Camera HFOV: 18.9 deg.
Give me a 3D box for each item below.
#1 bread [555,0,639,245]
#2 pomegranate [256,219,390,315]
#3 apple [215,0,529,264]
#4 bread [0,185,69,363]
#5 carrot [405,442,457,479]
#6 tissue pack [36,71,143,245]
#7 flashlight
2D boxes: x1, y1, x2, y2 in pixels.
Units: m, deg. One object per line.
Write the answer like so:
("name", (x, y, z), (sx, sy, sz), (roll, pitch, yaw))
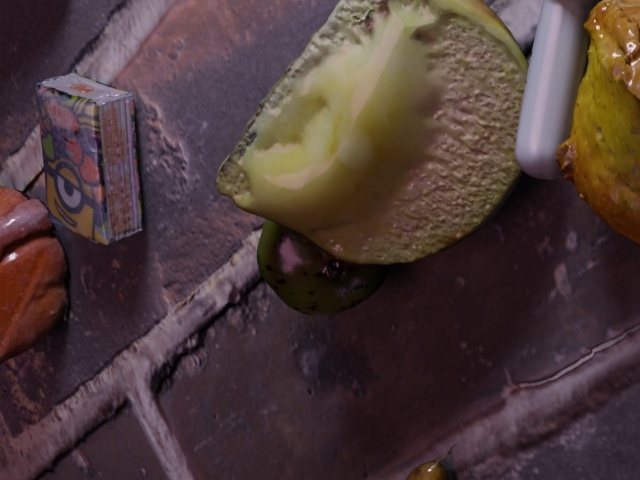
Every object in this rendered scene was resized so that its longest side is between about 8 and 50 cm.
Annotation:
("bread", (0.246, -0.064, 1.232), (0.260, 0.147, 0.160), (40, 132, 34))
("pomegranate", (0.000, 0.000, 1.619), (0.142, 0.114, 0.114), (-122, 26, -67))
("apple", (0.065, -0.091, 1.468), (0.193, 0.120, 0.265), (37, 127, 0))
("bread", (-0.385, 0.034, 2.101), (0.244, 0.123, 0.190), (16, 120, 49))
("carrot", (0.068, 0.287, 1.699), (0.078, 0.078, 0.298), (40, 129, 33))
("tissue pack", (-0.226, -0.081, 1.894), (0.108, 0.060, 0.148), (20, 120, 45))
("flashlight", (0.164, -0.139, 1.330), (0.047, 0.093, 0.200), (11, 112, 10))
